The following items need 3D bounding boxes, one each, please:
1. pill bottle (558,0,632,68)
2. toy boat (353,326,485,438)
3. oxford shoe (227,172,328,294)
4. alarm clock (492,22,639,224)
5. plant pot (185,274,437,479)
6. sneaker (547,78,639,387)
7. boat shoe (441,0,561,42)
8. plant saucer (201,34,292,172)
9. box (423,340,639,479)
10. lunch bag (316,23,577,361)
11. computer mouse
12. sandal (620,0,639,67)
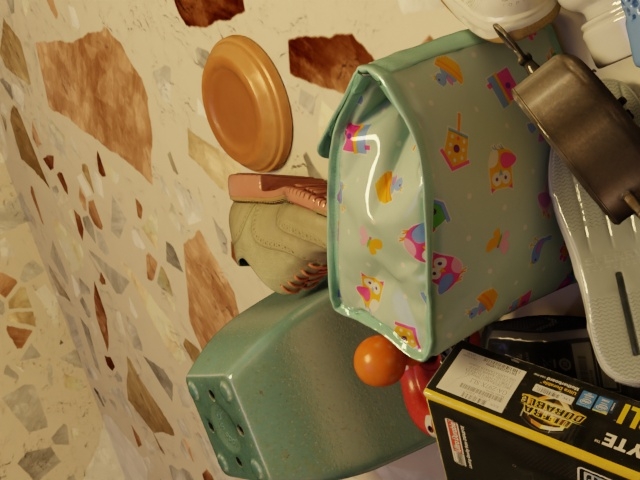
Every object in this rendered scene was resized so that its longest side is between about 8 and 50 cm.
[{"bbox_3d":[0.212,-0.241,0.631,0.119,0.119,0.209,-18,95,59],"label":"pill bottle"},{"bbox_3d":[0.103,0.123,1.002,0.151,0.151,0.231,-17,96,59],"label":"toy boat"},{"bbox_3d":[0.000,0.000,1.064,0.397,0.140,0.147,17,103,63],"label":"oxford shoe"},{"bbox_3d":[0.192,-0.094,0.652,0.064,0.129,0.192,-42,76,16],"label":"alarm clock"},{"bbox_3d":[-0.025,0.195,1.147,0.247,0.252,0.247,-16,97,59],"label":"plant pot"},{"bbox_3d":[0.249,-0.005,0.742,0.094,0.091,0.258,-6,80,20],"label":"sneaker"},{"bbox_3d":[0.102,-0.275,0.753,0.277,0.098,0.096,48,171,42],"label":"boat shoe"},{"bbox_3d":[-0.113,-0.189,1.234,0.200,0.037,0.200,34,136,40],"label":"plant saucer"},{"bbox_3d":[0.246,0.255,0.812,0.257,0.079,0.322,16,141,32],"label":"box"},{"bbox_3d":[0.121,-0.060,0.785,0.160,0.223,0.263,25,129,47],"label":"lunch bag"},{"bbox_3d":[0.232,0.122,0.861,0.272,0.072,0.189,4,107,42],"label":"computer mouse"},{"bbox_3d":[0.230,-0.159,0.518,0.317,0.126,0.138,35,99,2],"label":"sandal"}]
